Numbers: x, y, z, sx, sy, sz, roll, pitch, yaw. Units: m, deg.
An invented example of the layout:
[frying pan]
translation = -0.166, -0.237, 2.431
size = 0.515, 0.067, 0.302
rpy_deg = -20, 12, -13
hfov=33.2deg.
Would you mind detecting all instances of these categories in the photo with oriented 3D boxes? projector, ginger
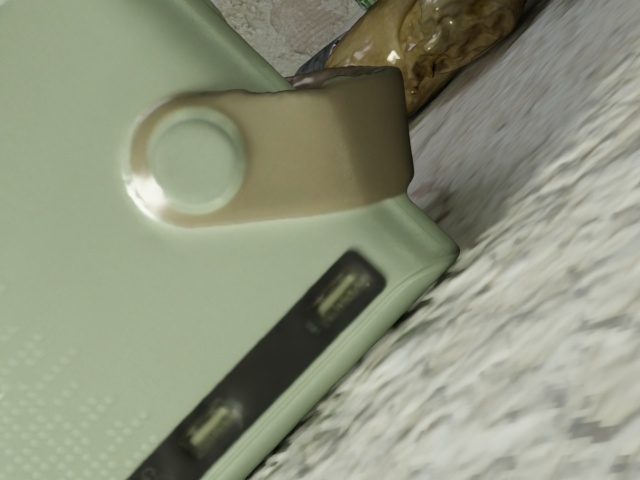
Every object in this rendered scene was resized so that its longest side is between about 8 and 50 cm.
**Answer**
[projector]
translation = -0.079, 0.001, 0.402
size = 0.242, 0.177, 0.163
rpy_deg = -45, 10, 4
[ginger]
translation = 0.055, -0.120, 0.672
size = 0.213, 0.074, 0.137
rpy_deg = -49, 6, 27

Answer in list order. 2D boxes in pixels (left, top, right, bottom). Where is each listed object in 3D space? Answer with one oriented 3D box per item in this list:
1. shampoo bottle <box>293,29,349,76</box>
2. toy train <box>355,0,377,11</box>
[shampoo bottle]
translation = 0.014, -0.140, 0.963
size = 0.072, 0.072, 0.214
rpy_deg = -48, 9, -9
[toy train]
translation = 0.088, -0.192, 0.823
size = 0.060, 0.081, 0.202
rpy_deg = -49, 16, -8
